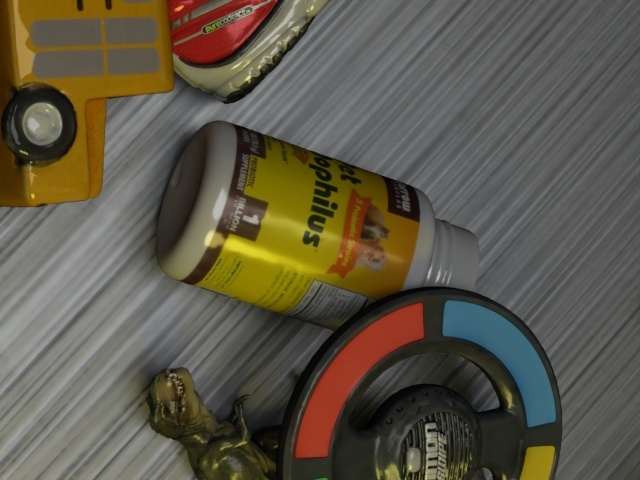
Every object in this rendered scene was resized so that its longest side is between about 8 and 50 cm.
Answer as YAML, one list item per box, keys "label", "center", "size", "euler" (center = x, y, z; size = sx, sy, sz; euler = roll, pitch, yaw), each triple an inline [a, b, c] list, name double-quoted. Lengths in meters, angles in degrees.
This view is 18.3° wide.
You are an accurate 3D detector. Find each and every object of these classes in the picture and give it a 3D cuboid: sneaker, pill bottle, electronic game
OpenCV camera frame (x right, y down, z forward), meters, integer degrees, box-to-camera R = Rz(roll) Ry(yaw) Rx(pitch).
- label: "sneaker"
  center: [-0.018, -0.230, 1.407]
  size: [0.118, 0.107, 0.279]
  euler: [40, 77, -7]
- label: "pill bottle"
  center: [0.000, 0.000, 1.410]
  size: [0.215, 0.117, 0.117]
  euler: [18, 86, -19]
- label: "electronic game"
  center: [0.072, 0.145, 1.380]
  size: [0.229, 0.048, 0.229]
  euler: [-6, 103, -28]

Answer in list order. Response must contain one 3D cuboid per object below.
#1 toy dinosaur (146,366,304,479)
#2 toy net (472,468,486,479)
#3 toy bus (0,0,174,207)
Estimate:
- label: "toy dinosaur"
  center: [-0.022, 0.174, 1.444]
  size: [0.118, 0.064, 0.268]
  euler: [-38, 108, -11]
- label: "toy net"
  center: [0.070, 0.257, 1.460]
  size: [0.232, 0.045, 0.122]
  euler: [-49, 137, -21]
- label: "toy bus"
  center: [-0.180, -0.192, 1.342]
  size: [0.130, 0.108, 0.332]
  euler: [-7, 94, -29]
